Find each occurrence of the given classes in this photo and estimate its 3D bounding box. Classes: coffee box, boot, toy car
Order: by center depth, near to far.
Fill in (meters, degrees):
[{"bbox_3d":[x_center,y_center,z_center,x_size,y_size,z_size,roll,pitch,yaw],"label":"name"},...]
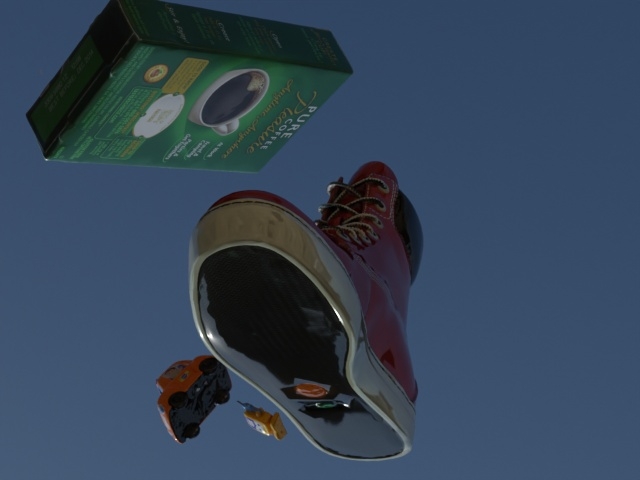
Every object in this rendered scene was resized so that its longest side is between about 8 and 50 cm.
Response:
[{"bbox_3d":[0.000,0.000,0.870,0.088,0.244,0.176,-5,-122,20],"label":"boot"},{"bbox_3d":[-0.079,-0.093,0.937,0.184,0.113,0.040,0,-127,-46],"label":"coffee box"},{"bbox_3d":[-0.072,0.115,0.983,0.060,0.041,0.122,-60,-35,-18],"label":"toy car"}]
